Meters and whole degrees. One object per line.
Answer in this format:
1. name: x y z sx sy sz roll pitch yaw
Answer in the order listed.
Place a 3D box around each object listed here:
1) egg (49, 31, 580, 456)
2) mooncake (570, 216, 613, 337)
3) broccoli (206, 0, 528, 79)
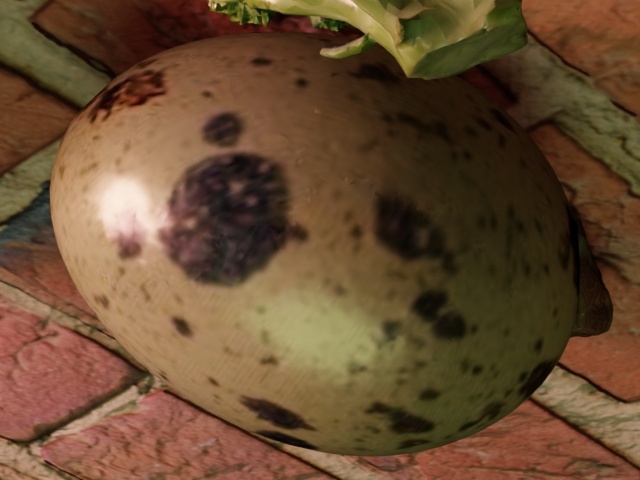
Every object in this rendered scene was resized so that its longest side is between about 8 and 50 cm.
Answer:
1. egg: 0.000 0.000 1.195 0.379 0.288 0.287 17 142 -21
2. mooncake: 0.169 0.038 1.417 0.130 0.073 0.125 -15 138 21
3. broccoli: 0.027 -0.202 0.986 0.261 0.242 0.269 -28 167 9
